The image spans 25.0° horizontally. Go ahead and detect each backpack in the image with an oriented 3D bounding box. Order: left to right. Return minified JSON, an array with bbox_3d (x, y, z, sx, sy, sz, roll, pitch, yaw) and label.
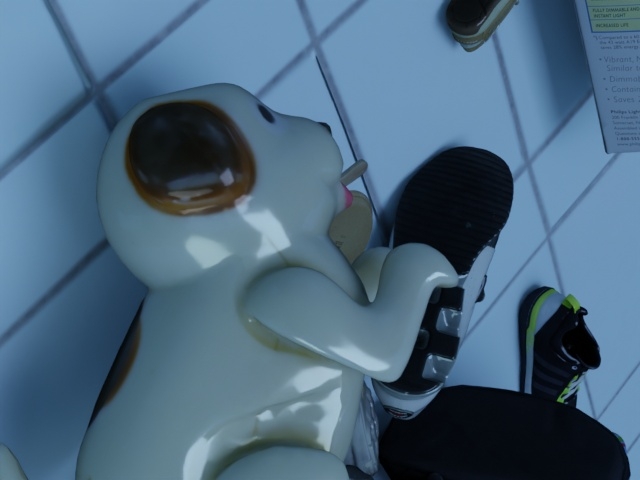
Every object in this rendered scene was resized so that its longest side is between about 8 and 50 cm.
[{"bbox_3d":[0.243,0.320,1.742,0.356,0.290,0.273,79,32,-42],"label":"backpack"}]

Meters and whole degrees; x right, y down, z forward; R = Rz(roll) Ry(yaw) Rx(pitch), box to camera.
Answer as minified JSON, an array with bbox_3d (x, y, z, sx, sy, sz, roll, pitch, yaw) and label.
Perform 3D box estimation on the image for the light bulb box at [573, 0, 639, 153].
[{"bbox_3d":[0.487,-0.307,1.656,0.225,0.357,0.361,-69,149,-41],"label":"light bulb box"}]

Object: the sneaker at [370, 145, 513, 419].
[{"bbox_3d":[0.124,0.048,1.618,0.146,0.122,0.331,93,19,-63],"label":"sneaker"}]

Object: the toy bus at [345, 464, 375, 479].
[{"bbox_3d":[0.044,0.359,1.506,0.220,0.149,0.211,13,60,-15],"label":"toy bus"}]

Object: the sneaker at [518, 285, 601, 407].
[{"bbox_3d":[0.320,0.167,1.895,0.084,0.097,0.235,-40,132,-31],"label":"sneaker"}]

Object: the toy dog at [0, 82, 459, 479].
[{"bbox_3d":[-0.080,0.070,1.236,0.284,0.395,0.408,-66,153,-87],"label":"toy dog"}]

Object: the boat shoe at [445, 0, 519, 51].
[{"bbox_3d":[0.206,-0.293,1.610,0.190,0.068,0.072,-50,151,-11],"label":"boat shoe"}]

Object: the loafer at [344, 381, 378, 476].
[{"bbox_3d":[-0.011,0.139,1.475,0.112,0.111,0.319,-87,169,-49],"label":"loafer"}]

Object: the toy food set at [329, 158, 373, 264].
[{"bbox_3d":[0.000,0.000,1.481,0.132,0.038,0.192,-36,145,-25],"label":"toy food set"}]
